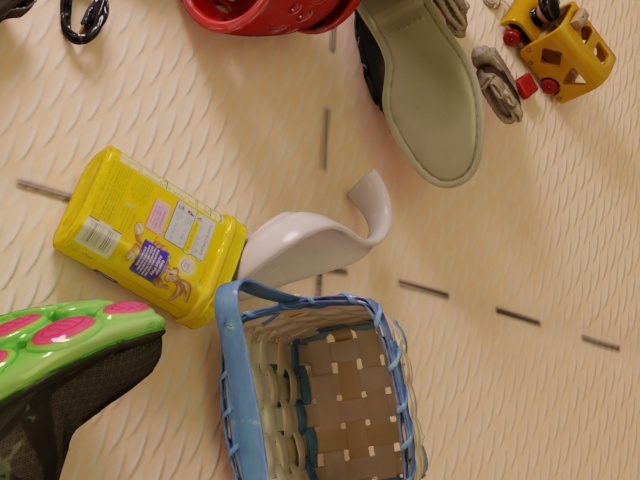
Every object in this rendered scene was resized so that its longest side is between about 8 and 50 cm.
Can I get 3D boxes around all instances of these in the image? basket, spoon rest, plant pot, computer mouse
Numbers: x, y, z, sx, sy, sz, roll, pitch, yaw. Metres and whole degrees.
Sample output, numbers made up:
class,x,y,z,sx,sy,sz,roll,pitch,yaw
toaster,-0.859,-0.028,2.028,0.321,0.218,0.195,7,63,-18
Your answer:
class,x,y,z,sx,sy,sz,roll,pitch,yaw
basket,-0.009,0.175,1.023,0.289,0.201,0.255,25,55,-68
spoon rest,0.000,0.000,1.167,0.084,0.137,0.276,50,41,7
plant pot,-0.047,-0.324,1.187,0.174,0.191,0.191,-1,77,-46
computer mouse,-0.221,-0.308,1.138,0.071,0.041,0.242,27,66,-7

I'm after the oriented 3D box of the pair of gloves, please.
class,x,y,z,sx,sy,sz,roll,pitch,yaw
pair of gloves,0.208,-0.270,1.431,0.240,0.042,0.204,53,19,-19

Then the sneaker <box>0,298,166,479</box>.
class,x,y,z,sx,sy,sz,roll,pitch,yaw
sneaker,-0.300,0.218,0.835,0.483,0.185,0.202,-46,124,-36

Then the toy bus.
class,x,y,z,sx,sy,sz,roll,pitch,yaw
toy bus,0.361,-0.313,1.578,0.202,0.104,0.191,0,76,-40

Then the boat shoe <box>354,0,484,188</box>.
class,x,y,z,sx,sy,sz,roll,pitch,yaw
boat shoe,0.118,-0.223,1.346,0.127,0.113,0.340,-26,83,2

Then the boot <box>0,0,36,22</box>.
class,x,y,z,sx,sy,sz,roll,pitch,yaw
boot,-0.406,-0.230,0.936,0.263,0.091,0.229,38,50,-30

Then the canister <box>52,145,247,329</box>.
class,x,y,z,sx,sy,sz,roll,pitch,yaw
canister,-0.171,-0.004,1.054,0.170,0.073,0.126,33,57,-26
